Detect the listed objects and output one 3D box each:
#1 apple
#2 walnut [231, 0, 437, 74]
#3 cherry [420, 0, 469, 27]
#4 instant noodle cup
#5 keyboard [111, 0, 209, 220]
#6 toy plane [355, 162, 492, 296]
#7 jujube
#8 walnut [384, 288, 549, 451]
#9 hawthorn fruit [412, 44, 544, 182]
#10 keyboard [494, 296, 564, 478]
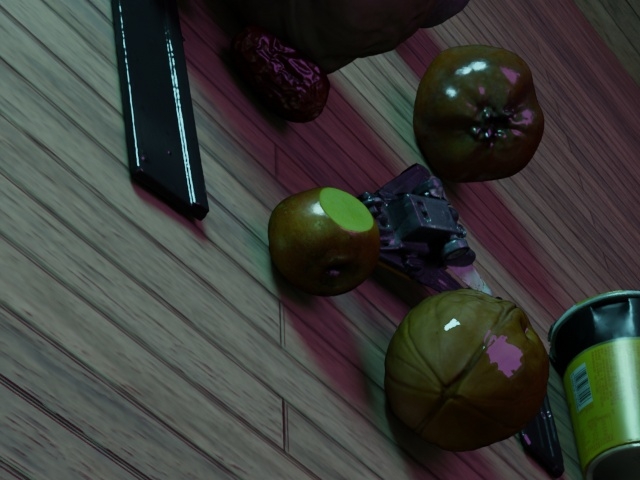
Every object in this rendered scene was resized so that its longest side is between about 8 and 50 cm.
[{"bbox_3d":[0.000,0.000,1.284,0.114,0.099,0.102,5,43,-32],"label":"apple"},{"bbox_3d":[0.016,-0.314,1.535,0.248,0.248,0.248,45,25,-29],"label":"walnut"},{"bbox_3d":[0.139,-0.431,2.016,0.266,0.183,0.213,-101,167,-68],"label":"cherry"},{"bbox_3d":[0.416,0.215,1.757,0.215,0.215,0.236,43,36,-33],"label":"instant noodle cup"},{"bbox_3d":[-0.157,-0.153,1.257,0.101,0.018,0.310,34,32,-42],"label":"keyboard"},{"bbox_3d":[0.083,-0.018,1.468,0.316,0.103,0.204,15,48,-59],"label":"toy plane"},{"bbox_3d":[-0.046,-0.186,1.460,0.129,0.077,0.077,42,27,-20],"label":"jujube"},{"bbox_3d":[0.151,0.131,1.347,0.167,0.167,0.207,59,20,3],"label":"walnut"},{"bbox_3d":[0.220,-0.190,1.902,0.199,0.199,0.251,52,7,-15],"label":"hawthorn fruit"},{"bbox_3d":[0.266,0.186,1.700,0.106,0.016,0.262,43,27,-32],"label":"keyboard"}]
